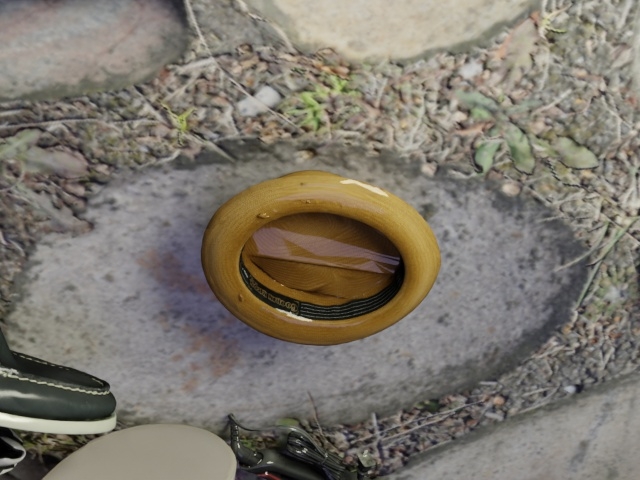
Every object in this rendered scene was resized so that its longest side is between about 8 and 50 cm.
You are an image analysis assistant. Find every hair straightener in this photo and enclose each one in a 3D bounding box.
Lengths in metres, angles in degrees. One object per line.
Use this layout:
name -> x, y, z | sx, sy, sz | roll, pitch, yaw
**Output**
hair straightener -> 0.009, 0.212, 1.724 | 0.230, 0.047, 0.089 | 34, 120, -27

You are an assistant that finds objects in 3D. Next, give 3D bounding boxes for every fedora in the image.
fedora -> 0.000, 0.000, 1.497 | 0.194, 0.079, 0.194 | 0, 131, 0

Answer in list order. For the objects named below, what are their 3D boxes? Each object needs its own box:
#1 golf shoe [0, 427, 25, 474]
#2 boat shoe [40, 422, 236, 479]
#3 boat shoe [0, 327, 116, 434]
golf shoe -> -0.293, 0.186, 1.581 | 0.086, 0.067, 0.186 | 14, 171, 9
boat shoe -> -0.221, 0.293, 1.619 | 0.340, 0.127, 0.158 | -26, 143, -38
boat shoe -> -0.320, 0.075, 1.502 | 0.340, 0.127, 0.113 | 15, 92, -13
